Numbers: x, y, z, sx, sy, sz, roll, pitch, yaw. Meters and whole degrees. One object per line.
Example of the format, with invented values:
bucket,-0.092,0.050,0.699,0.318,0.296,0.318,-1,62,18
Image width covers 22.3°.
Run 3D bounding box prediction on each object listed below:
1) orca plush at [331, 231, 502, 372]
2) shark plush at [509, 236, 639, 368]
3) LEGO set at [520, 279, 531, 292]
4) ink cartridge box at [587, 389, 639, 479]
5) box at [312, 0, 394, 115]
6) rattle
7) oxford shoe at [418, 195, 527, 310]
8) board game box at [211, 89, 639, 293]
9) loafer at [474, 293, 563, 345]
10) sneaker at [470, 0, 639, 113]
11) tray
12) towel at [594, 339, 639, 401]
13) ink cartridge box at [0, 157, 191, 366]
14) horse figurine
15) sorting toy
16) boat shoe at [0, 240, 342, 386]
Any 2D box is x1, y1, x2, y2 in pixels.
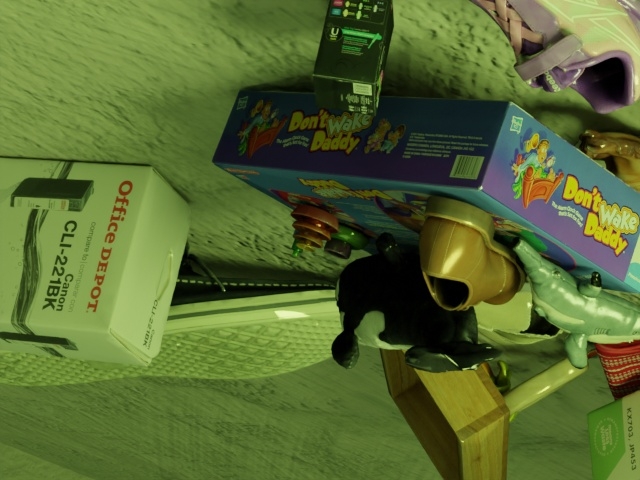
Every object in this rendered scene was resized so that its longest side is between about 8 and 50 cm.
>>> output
orca plush,0.063,0.049,1.493,0.151,0.102,0.287,-26,-164,4
shark plush,0.218,0.037,1.381,0.067,0.073,0.161,-18,123,42
LEGO set,0.252,0.043,1.615,0.244,0.060,0.182,-3,-172,-26
ink cartridge box,0.461,0.247,1.824,0.119,0.207,0.353,12,152,-28
box,0.027,-0.153,1.300,0.052,0.083,0.062,9,160,6
rattle,0.275,0.134,2.019,0.130,0.143,0.199,3,148,-42
oxford shoe,0.121,0.028,1.374,0.076,0.076,0.212,13,169,24
board game box,0.100,-0.046,1.454,0.233,0.078,0.347,29,166,-40
loafer,0.183,0.049,1.749,0.092,0.102,0.268,-4,164,36
sneaker,0.158,-0.165,1.161,0.236,0.105,0.095,25,158,-28
tray,0.155,0.200,2.030,0.076,0.203,0.411,-31,159,-5
towel,0.433,0.152,1.905,0.198,0.031,0.275,-7,156,14
ink cartridge box,-0.303,0.020,1.803,0.272,0.197,0.114,4,159,21
horse figurine,0.316,-0.040,1.461,0.263,0.066,0.174,23,162,-13
sorting toy,0.000,0.000,1.543,0.061,0.042,0.102,13,167,36
boat shoe,-0.192,0.080,1.984,0.500,0.156,0.187,-4,152,10
